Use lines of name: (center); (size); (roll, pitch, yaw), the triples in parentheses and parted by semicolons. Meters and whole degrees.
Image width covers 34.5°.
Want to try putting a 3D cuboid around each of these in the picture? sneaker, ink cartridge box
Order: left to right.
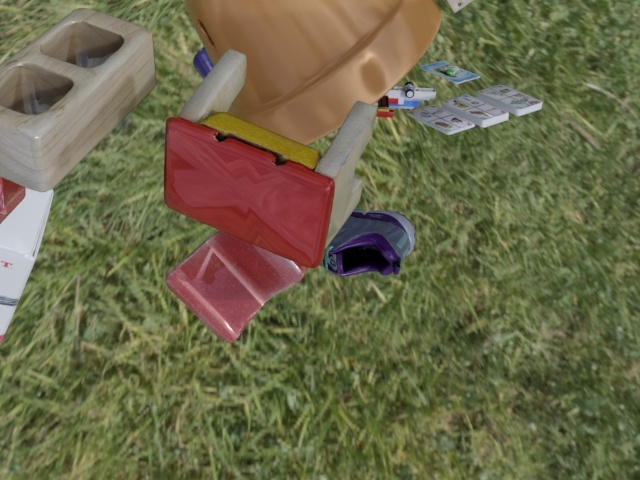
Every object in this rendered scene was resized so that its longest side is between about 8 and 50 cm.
ink cartridge box: (-0.411, 0.014, 1.143); (0.171, 0.100, 0.237); (19, 142, -17)
sneaker: (0.000, 0.000, 1.263); (0.223, 0.098, 0.083); (2, 118, 16)

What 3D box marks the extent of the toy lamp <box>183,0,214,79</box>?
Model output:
toy lamp: (-0.196, -0.358, 1.662); (0.080, 0.080, 0.275); (-27, 70, 6)

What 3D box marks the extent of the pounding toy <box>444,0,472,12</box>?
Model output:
pounding toy: (0.166, -0.395, 1.453); (0.100, 0.141, 0.130); (-33, 123, 10)

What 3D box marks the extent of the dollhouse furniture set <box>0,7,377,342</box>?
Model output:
dollhouse furniture set: (-0.173, -0.029, 0.636); (0.374, 0.152, 0.201); (23, 137, 14)

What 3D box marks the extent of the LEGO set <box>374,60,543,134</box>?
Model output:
LEGO set: (0.142, -0.185, 1.370); (0.182, 0.244, 0.060); (-20, 127, -35)

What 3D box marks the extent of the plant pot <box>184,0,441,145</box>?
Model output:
plant pot: (-0.029, -0.275, 1.253); (0.290, 0.291, 0.203); (-36, 114, 9)
